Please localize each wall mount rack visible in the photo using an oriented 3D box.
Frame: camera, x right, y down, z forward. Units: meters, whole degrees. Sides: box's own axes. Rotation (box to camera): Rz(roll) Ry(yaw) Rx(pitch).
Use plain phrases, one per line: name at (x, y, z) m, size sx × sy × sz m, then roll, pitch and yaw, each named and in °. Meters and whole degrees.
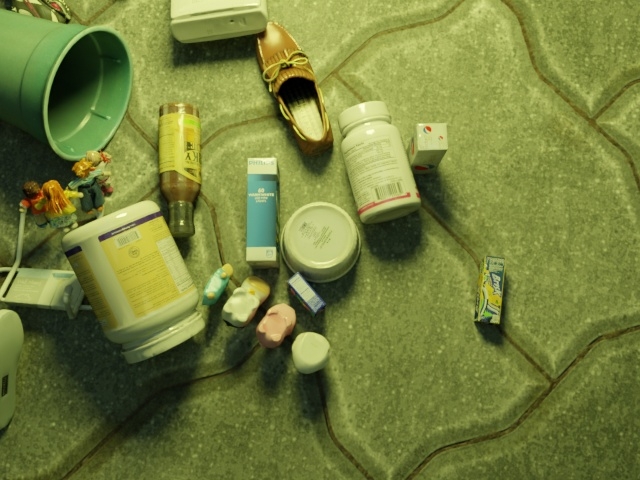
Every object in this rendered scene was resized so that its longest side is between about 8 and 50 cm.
wall mount rack at (-0.682, 0.049, 1.674) m, size 0.351 × 0.130 × 0.304 m, roll 5°, pitch 47°, yaw 0°

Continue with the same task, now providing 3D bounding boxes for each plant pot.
plant pot at (-0.709, -0.412, 1.671) m, size 0.334 × 0.341 × 0.341 m, roll 21°, pitch 80°, yaw 12°

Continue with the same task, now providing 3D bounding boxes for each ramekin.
ramekin at (0.000, 0.000, 1.684) m, size 0.207 × 0.109 × 0.207 m, roll 0°, pitch 80°, yaw 0°

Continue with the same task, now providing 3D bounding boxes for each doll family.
doll family at (-0.600, -0.120, 1.637) m, size 0.263 × 0.163 × 0.118 m, roll -36°, pitch 60°, yaw -28°

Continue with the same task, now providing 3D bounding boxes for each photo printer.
photo printer at (-0.273, -0.677, 1.780) m, size 0.256 × 0.107 × 0.307 m, roll -8°, pitch 60°, yaw 2°

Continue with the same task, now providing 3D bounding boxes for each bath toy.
bath toy at (-0.125, 0.201, 1.640) m, size 0.348 × 0.129 × 0.151 m, roll 36°, pitch 62°, yaw 6°

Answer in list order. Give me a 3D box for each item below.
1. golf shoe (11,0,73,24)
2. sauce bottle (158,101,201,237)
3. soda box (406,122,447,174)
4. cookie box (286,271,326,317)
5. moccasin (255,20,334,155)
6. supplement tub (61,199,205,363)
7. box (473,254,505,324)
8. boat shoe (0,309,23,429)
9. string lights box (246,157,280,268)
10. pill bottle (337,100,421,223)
golf shoe at (-0.813, -0.670, 1.819) m, size 0.273 × 0.105 × 0.120 m, roll 41°, pitch 89°, yaw 8°
sauce bottle at (-0.361, -0.180, 1.721) m, size 0.112 × 0.111 × 0.344 m, roll -3°, pitch 81°, yaw -1°
soda box at (0.264, -0.226, 1.672) m, size 0.074 × 0.216 × 0.069 m, roll -1°, pitch 81°, yaw 0°
cookie box at (-0.036, 0.137, 1.667) m, size 0.040 × 0.092 × 0.107 m, roll -40°, pitch 81°, yaw -10°
moccasin at (-0.075, -0.407, 1.742) m, size 0.139 × 0.147 × 0.379 m, roll -16°, pitch 79°, yaw -3°
supplement tub at (-0.433, 0.096, 1.576) m, size 0.241 × 0.241 × 0.331 m, roll -24°, pitch 97°, yaw -4°
box at (0.427, 0.127, 1.684) m, size 0.054 × 0.059 × 0.168 m, roll 9°, pitch 79°, yaw 3°
boat shoe at (-0.792, 0.302, 1.600) m, size 0.105 × 0.113 × 0.306 m, roll 15°, pitch 111°, yaw 14°
string lights box at (-0.144, -0.065, 1.684) m, size 0.077 × 0.133 × 0.259 m, roll 0°, pitch 80°, yaw 1°
pill bottle at (0.143, -0.197, 1.695) m, size 0.161 × 0.160 × 0.282 m, roll -14°, pitch 80°, yaw -3°
